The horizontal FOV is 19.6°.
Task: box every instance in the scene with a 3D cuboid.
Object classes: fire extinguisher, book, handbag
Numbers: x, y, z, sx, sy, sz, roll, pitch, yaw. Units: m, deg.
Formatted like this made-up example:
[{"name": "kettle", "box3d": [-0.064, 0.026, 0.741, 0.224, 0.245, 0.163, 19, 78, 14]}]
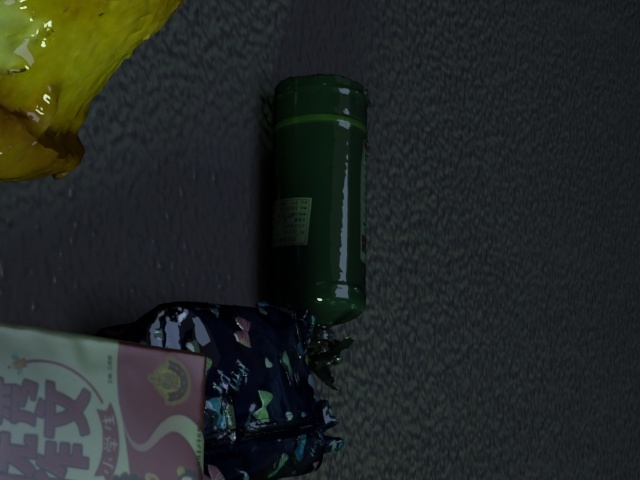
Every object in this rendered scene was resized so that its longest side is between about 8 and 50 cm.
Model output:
[{"name": "fire extinguisher", "box3d": [0.000, 0.000, 1.706, 0.093, 0.118, 0.294, 8, 73, -26]}, {"name": "book", "box3d": [-0.178, 0.144, 1.302, 0.232, 0.022, 0.162, 13, 70, -38]}, {"name": "handbag", "box3d": [-0.084, 0.134, 1.487, 0.260, 0.113, 0.162, -1, 75, -60]}]

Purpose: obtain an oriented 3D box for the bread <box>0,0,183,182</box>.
[{"name": "bread", "box3d": [-0.242, -0.215, 1.035, 0.398, 0.215, 0.398, 47, 6, -7]}]
